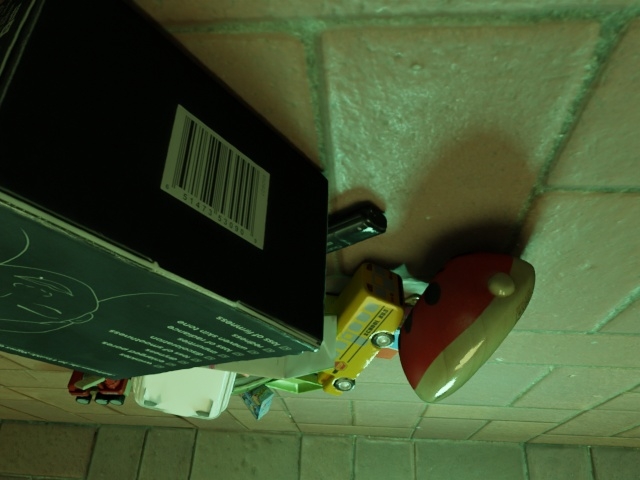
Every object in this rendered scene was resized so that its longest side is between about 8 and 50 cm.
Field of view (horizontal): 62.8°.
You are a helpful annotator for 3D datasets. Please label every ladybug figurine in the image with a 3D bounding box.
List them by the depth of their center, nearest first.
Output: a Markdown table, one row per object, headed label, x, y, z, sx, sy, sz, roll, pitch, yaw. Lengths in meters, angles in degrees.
| label | x | y | z | sx | sy | sz | roll | pitch | yaw |
| --- | --- | --- | --- | --- | --- | --- | --- | --- | --- |
| ladybug figurine | 0.271 | 0.162 | 1.051 | 0.161 | 0.305 | 0.449 | 37 | 151 | 16 |

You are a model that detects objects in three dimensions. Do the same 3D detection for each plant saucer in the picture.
| label | x | y | z | sx | sy | sz | roll | pitch | yaw |
| --- | --- | --- | --- | --- | --- | --- | --- | --- | --- |
| plant saucer | -0.097 | 0.523 | 1.960 | 0.188 | 0.045 | 0.188 | 25 | 146 | -34 |

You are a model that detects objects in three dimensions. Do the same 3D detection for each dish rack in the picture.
| label | x | y | z | sx | sy | sz | roll | pitch | yaw |
| --- | --- | --- | --- | --- | --- | --- | --- | --- | --- |
| dish rack | -0.381 | 0.371 | 1.484 | 0.285 | 0.072 | 0.333 | 14 | 115 | -9 |

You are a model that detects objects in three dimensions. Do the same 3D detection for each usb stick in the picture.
| label | x | y | z | sx | sy | sz | roll | pitch | yaw |
| --- | --- | --- | --- | --- | --- | --- | --- | --- | --- |
| usb stick | 0.000 | 0.000 | 0.987 | 0.277 | 0.045 | 0.077 | -21 | 150 | 38 |

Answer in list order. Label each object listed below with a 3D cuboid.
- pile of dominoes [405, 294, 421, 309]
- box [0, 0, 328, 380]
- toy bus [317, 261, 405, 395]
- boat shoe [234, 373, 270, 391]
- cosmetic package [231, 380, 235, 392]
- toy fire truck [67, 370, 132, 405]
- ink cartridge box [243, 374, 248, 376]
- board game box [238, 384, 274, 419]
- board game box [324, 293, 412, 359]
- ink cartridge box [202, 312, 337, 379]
| label | x | y | z | sx | sy | sz | roll | pitch | yaw |
| --- | --- | --- | --- | --- | --- | --- | --- | --- | --- |
| pile of dominoes | 0.305 | 0.197 | 1.320 | 0.250 | 0.040 | 0.196 | 5 | 152 | -4 |
| box | -0.311 | -0.015 | 0.728 | 0.471 | 0.298 | 0.480 | -17 | 146 | 31 |
| toy bus | 0.071 | 0.208 | 1.172 | 0.130 | 0.108 | 0.333 | 22 | 127 | -14 |
| boat shoe | -0.296 | 0.477 | 1.814 | 0.302 | 0.103 | 0.113 | -11 | 157 | -31 |
| cosmetic package | -0.424 | 0.418 | 1.694 | 0.296 | 0.153 | 0.129 | -15 | 148 | 28 |
| toy fire truck | -0.869 | 0.540 | 1.994 | 0.216 | 0.159 | 0.246 | 0 | 140 | 8 |
| ink cartridge box | -0.168 | 0.313 | 1.474 | 0.045 | 0.179 | 0.145 | 40 | 174 | 37 |
| board game box | -0.248 | 0.561 | 1.951 | 0.060 | 0.194 | 0.194 | -34 | 171 | -32 |
| board game box | 0.064 | 0.222 | 1.350 | 0.316 | 0.064 | 0.242 | 10 | 151 | -5 |
| ink cartridge box | -0.167 | 0.201 | 1.088 | 0.353 | 0.119 | 0.207 | 0 | 174 | 29 |
